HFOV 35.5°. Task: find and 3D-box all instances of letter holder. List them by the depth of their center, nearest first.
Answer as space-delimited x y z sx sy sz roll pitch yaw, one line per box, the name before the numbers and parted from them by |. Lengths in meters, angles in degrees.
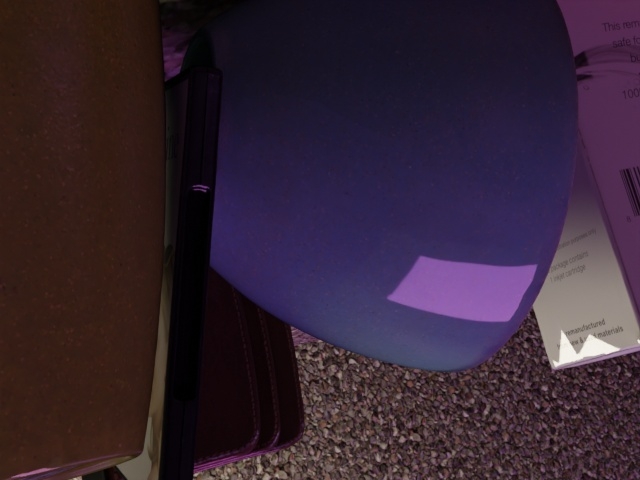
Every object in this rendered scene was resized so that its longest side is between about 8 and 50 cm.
letter holder | -0.116 0.039 0.841 0.215 0.301 0.152 -11 167 -22

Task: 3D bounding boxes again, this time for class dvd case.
dvd case | -0.103 0.028 0.628 0.022 0.252 0.180 5 179 -21

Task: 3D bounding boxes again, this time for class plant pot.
plant pot | -0.192 -0.013 0.534 0.275 0.293 0.275 -15 168 -3
plant pot | 0.006 -0.061 0.673 0.196 0.290 0.290 5 161 -20

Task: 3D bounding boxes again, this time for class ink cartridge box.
ink cartridge box | 0.244 -0.084 0.733 0.223 0.307 0.129 -11 169 -20
